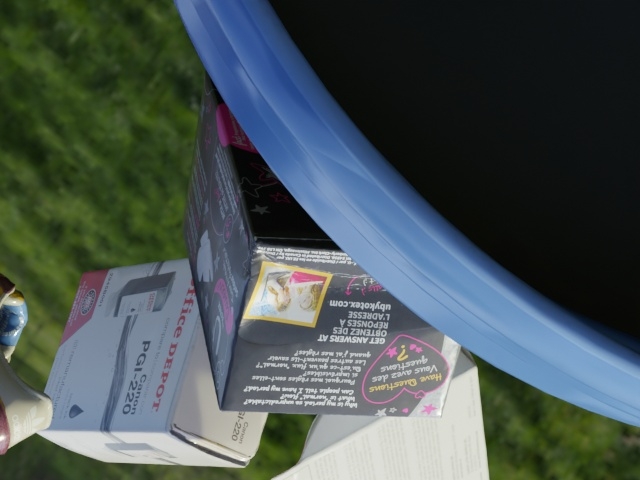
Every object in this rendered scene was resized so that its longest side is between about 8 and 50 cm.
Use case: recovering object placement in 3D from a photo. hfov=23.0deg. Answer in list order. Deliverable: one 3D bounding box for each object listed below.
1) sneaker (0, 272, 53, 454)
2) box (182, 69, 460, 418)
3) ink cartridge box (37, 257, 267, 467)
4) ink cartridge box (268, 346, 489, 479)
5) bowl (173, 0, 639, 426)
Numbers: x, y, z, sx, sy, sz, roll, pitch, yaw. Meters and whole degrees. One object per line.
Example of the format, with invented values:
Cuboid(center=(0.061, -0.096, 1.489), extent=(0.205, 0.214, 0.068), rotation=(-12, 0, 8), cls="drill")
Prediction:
Cuboid(center=(-0.177, 0.028, 0.698), extent=(0.070, 0.083, 0.185), rotation=(102, 149, -43), cls="sneaker")
Cuboid(center=(0.000, 0.000, 1.112), extent=(0.163, 0.142, 0.247), rotation=(4, -149, -15), cls="box")
Cuboid(center=(-0.134, 0.104, 1.332), extent=(0.092, 0.159, 0.218), rotation=(29, 157, -36), cls="ink cartridge box")
Cuboid(center=(0.020, 0.190, 1.202), extent=(0.066, 0.232, 0.189), rotation=(54, 162, 43), cls="ink cartridge box")
Cuboid(center=(0.130, -0.128, 0.446), extent=(0.391, 0.391, 0.077), rotation=(36, 158, -5), cls="bowl")
